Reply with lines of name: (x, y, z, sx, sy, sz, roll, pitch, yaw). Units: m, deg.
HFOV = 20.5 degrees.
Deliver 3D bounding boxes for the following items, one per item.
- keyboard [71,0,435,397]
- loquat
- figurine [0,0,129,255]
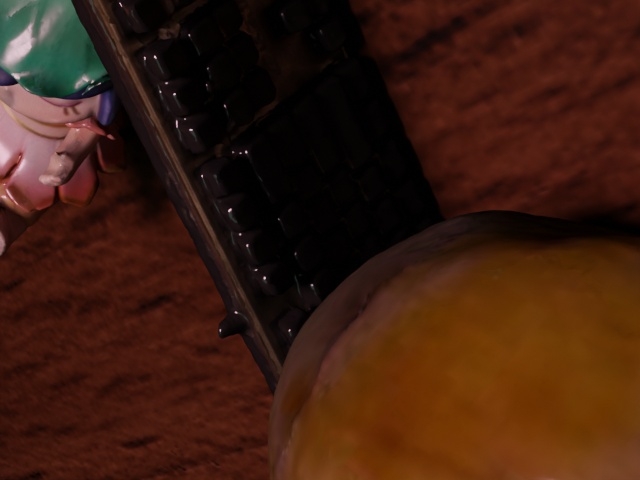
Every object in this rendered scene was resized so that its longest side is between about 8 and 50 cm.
keyboard: (0.000, 0.000, 0.636, 0.027, 0.106, 0.317, -1, 122, 49)
loquat: (0.082, 0.079, 0.542, 0.227, 0.179, 0.179, 23, 138, 43)
figurine: (-0.110, -0.083, 0.699, 0.111, 0.102, 0.195, 41, 150, 1)
